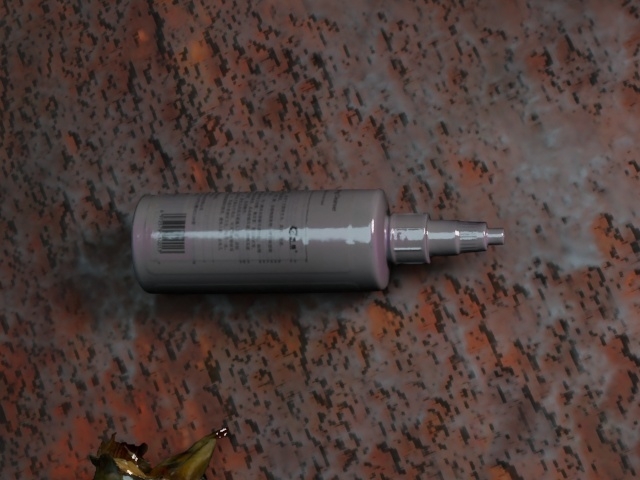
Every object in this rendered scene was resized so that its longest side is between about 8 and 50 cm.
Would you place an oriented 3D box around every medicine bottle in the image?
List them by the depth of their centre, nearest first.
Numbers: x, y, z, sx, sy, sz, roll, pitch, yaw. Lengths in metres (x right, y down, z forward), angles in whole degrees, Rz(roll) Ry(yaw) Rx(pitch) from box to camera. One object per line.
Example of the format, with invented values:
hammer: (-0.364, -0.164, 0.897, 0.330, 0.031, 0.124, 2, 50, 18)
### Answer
medicine bottle: (0.000, 0.000, 0.835, 0.199, 0.057, 0.058, -2, 79, 11)

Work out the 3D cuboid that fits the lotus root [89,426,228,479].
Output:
lotus root: (-0.117, 0.213, 0.777, 0.154, 0.154, 0.278, 20, 79, 15)
